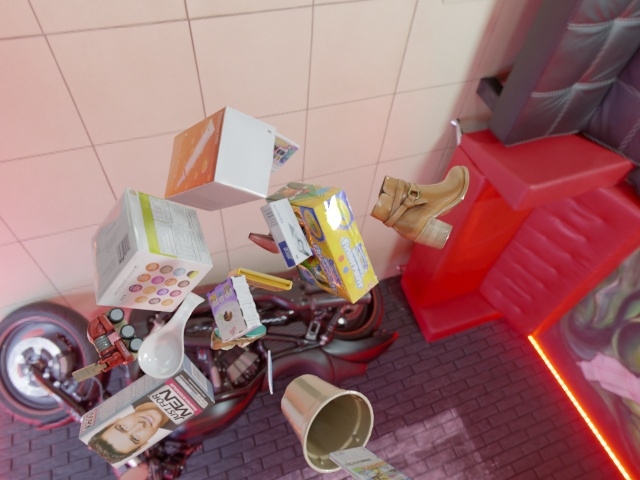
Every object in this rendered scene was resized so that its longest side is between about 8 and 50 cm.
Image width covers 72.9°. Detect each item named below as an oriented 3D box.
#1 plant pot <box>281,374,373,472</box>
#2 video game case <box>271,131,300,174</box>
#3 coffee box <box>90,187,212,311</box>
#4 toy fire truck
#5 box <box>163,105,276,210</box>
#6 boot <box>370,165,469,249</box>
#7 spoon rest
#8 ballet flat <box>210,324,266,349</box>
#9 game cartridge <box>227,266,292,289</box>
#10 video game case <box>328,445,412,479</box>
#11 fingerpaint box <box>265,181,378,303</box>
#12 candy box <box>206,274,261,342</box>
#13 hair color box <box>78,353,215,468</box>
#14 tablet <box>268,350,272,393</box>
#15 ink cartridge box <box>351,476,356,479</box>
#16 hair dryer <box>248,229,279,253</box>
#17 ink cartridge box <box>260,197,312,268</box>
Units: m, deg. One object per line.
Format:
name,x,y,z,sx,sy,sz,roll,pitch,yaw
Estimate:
plant pot,-0.004,0.727,1.823,0.333,0.305,0.334,-7,103,-32
video game case,-0.166,-0.293,1.445,0.143,0.019,0.157,-42,148,22
coffee box,-0.707,0.053,1.807,0.337,0.338,0.334,-44,143,23
toy fire truck,-0.840,0.414,1.666,0.246,0.217,0.158,-33,174,-37
box,-0.307,-0.224,1.292,0.168,0.215,0.345,15,166,-39
boot,0.278,-0.130,1.216,0.109,0.220,0.283,103,12,-74
spoon rest,-0.455,0.291,1.326,0.276,0.137,0.084,-62,-178,-4
ballet flat,-0.441,0.517,2.292,0.342,0.116,0.124,1,123,-53
game cartridge,-0.327,0.211,2.274,0.285,0.053,0.323,17,165,-17
video game case,0.116,0.537,1.019,0.119,0.166,0.015,13,88,-40
fingerpaint box,0.000,0.000,1.786,0.163,0.371,0.445,-36,119,-25
candy box,-0.315,0.248,1.572,0.165,0.196,0.070,-33,162,36
hair color box,-0.564,0.557,1.434,0.374,0.113,0.185,-33,118,-6
tablet,-0.115,0.301,0.991,0.006,0.083,0.054,-5,130,-3
ink cartridge box,0.145,0.872,1.488,0.029,0.115,0.063,-22,-178,-6
hair dryer,-0.253,-0.030,2.248,0.293,0.224,0.080,-16,153,-48
ink cartridge box,-0.102,-0.034,1.486,0.045,0.223,0.224,-23,-175,19
